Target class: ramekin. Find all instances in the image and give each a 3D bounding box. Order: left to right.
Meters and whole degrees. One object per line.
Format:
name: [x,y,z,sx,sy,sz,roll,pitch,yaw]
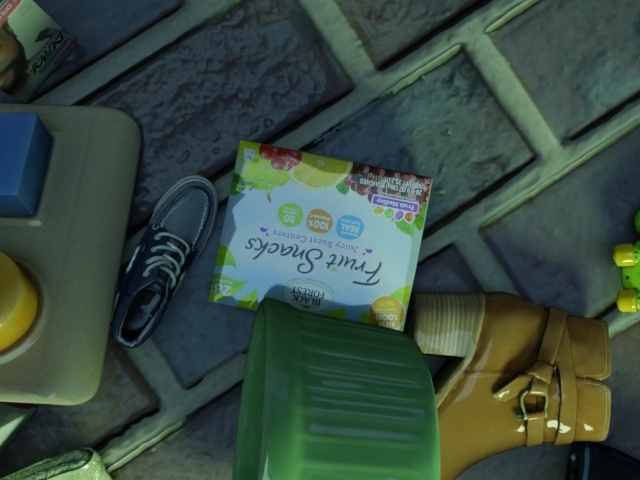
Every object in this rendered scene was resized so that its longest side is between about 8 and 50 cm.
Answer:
ramekin: [0.002,0.212,0.708,0.148,0.303,0.304,7,89,-8]

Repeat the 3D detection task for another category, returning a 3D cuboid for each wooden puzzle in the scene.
wooden puzzle: [-0.374,-0.012,0.754,0.347,0.080,0.322,5,65,-2]

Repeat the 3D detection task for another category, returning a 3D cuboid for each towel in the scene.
towel: [-0.287,0.276,0.804,0.148,0.027,0.110,-21,130,-4]

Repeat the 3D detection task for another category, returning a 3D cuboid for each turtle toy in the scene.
turtle toy: [0.366,0.023,0.824,0.095,0.066,0.130,-4,87,23]

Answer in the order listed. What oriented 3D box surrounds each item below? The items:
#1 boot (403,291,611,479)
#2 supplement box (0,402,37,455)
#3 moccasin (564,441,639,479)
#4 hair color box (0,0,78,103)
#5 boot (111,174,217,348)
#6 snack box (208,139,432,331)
boot: [0.187,0.197,0.813,0.220,0.109,0.284,8,82,-5]
supplement box: [-0.418,0.236,0.788,0.111,0.114,0.220,39,90,1]
moccasin: [0.233,0.353,0.759,0.116,0.138,0.342,31,51,13]
hair color box: [-0.313,-0.201,0.768,0.053,0.167,0.093,41,89,0]
boot: [-0.159,0.022,0.801,0.069,0.086,0.190,26,92,-20]
snack box: [0.000,0.000,0.818,0.207,0.070,0.175,12,89,0]
